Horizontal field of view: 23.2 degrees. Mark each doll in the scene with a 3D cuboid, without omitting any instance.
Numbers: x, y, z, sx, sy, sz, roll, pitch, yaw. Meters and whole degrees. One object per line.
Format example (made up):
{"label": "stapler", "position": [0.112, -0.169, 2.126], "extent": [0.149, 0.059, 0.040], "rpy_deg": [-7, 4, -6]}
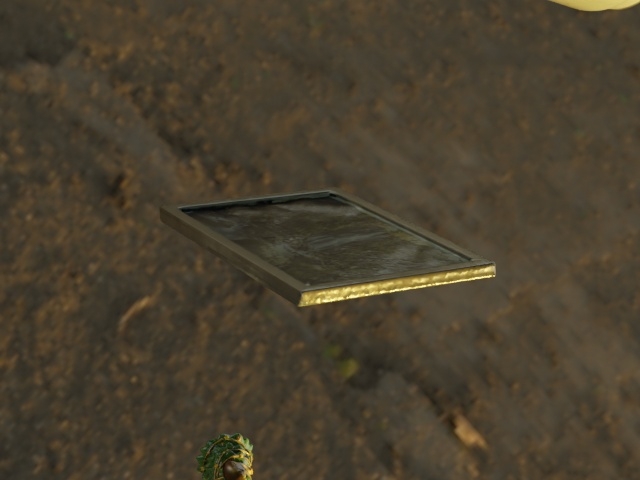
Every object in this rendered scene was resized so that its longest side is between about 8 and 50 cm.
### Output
{"label": "doll", "position": [-0.126, 0.310, 2.045], "extent": [0.077, 0.078, 0.113], "rpy_deg": [-7, 33, 1]}

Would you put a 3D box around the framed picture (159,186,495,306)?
{"label": "framed picture", "position": [0.000, 0.000, 1.673], "extent": [0.241, 0.020, 0.324], "rpy_deg": [-7, 19, -29]}

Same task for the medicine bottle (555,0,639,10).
{"label": "medicine bottle", "position": [0.293, -0.328, 1.733], "extent": [0.143, 0.143, 0.258], "rpy_deg": [55, 23, 17]}
